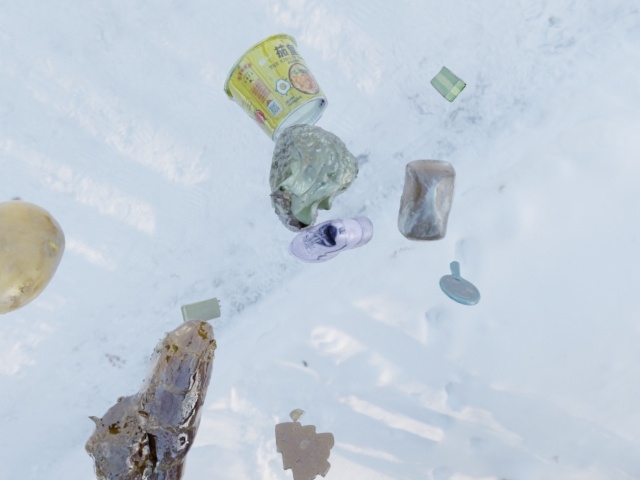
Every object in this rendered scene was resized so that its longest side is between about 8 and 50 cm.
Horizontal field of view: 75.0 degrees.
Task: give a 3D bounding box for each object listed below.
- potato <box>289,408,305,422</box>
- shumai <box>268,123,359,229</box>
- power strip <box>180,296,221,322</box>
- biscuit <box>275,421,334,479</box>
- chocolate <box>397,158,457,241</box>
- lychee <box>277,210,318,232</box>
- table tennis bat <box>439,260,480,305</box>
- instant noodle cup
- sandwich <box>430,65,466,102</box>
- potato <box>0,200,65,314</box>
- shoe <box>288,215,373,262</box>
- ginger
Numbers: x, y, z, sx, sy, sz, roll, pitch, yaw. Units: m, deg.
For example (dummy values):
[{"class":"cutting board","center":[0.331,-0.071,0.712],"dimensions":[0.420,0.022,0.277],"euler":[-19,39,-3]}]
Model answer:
[{"class":"potato","center":[-0.074,0.540,1.305],"dimensions":[0.036,0.093,0.037],"euler":[32,79,16]},{"class":"shumai","center":[-0.048,-0.156,1.053],"dimensions":[0.255,0.218,0.189],"euler":[4,148,38]},{"class":"power strip","center":[-0.409,0.246,1.453],"dimensions":[0.028,0.168,0.076],"euler":[-18,84,32]},{"class":"biscuit","center":[-0.027,0.281,0.561],"dimensions":[0.092,0.082,0.016],"euler":[33,145,13]},{"class":"chocolate","center":[0.316,-0.101,1.210],"dimensions":[0.156,0.080,0.254],"euler":[0,117,-7]},{"class":"lychee","center":[-0.084,-0.124,1.576],"dimensions":[0.165,0.165,0.198],"euler":[11,112,-12]},{"class":"table tennis bat","center":[0.407,0.124,1.238],"dimensions":[0.124,0.201,0.033],"euler":[18,121,0]},{"class":"instant noodle cup","center":[-0.143,-0.523,1.501],"dimensions":[0.325,0.325,0.254],"euler":[-38,85,20]},{"class":"sandwich","center":[0.395,-0.510,1.333],"dimensions":[0.074,0.116,0.074],"euler":[-2,139,-52]},{"class":"potato","center":[-0.566,0.027,0.767],"dimensions":[0.146,0.234,0.150],"euler":[-7,144,15]},{"class":"shoe","center":[0.000,0.000,1.034],"dimensions":[0.245,0.095,0.137],"euler":[-18,169,34]},{"class":"ginger","center":[-0.384,0.378,0.966],"dimensions":[0.254,0.176,0.419],"euler":[21,88,-33]}]
